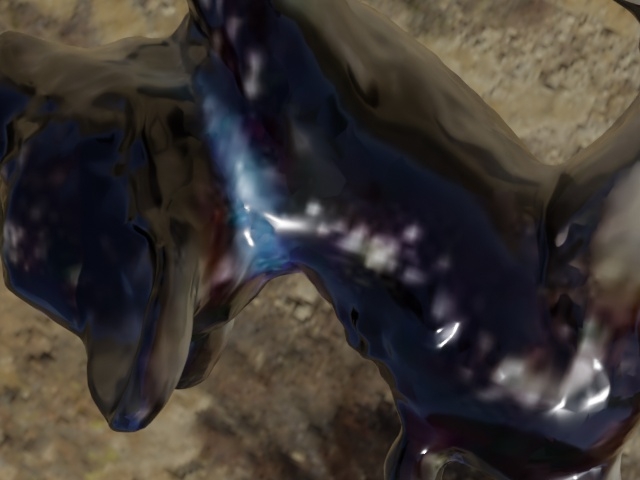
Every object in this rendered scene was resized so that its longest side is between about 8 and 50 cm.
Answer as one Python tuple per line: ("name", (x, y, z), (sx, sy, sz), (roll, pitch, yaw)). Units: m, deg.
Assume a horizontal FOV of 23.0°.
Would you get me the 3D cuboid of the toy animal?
("toy animal", (0.000, 0.000, 0.649), (0.344, 0.302, 0.194), (16, 177, 1))
